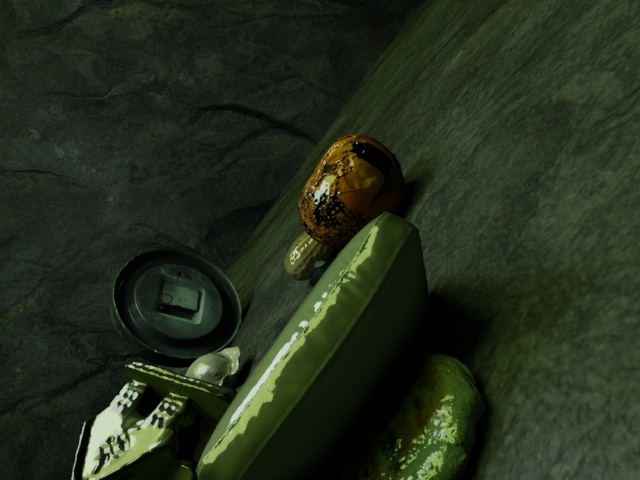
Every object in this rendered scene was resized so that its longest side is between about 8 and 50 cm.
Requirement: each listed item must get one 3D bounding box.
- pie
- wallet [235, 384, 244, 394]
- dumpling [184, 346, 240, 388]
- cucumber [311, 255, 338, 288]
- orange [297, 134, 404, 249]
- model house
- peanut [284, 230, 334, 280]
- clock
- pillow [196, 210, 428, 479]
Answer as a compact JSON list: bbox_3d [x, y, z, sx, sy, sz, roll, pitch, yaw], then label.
[{"bbox_3d":[0.081,0.189,0.552,0.187,0.041,0.187,-50,11,14],"label":"pie"},{"bbox_3d":[-0.159,0.323,1.147,0.088,0.026,0.129,-56,10,-33],"label":"wallet"},{"bbox_3d":[-0.240,0.320,1.310,0.188,0.108,0.127,-43,33,-20],"label":"dumpling"},{"bbox_3d":[0.043,0.062,1.013,0.115,0.086,0.193,-56,18,-24],"label":"cucumber"},{"bbox_3d":[0.056,-0.091,1.141,0.234,0.182,0.234,-49,23,30],"label":"orange"},{"bbox_3d":[-0.215,0.326,0.701,0.219,0.204,0.278,5,41,30],"label":"model house"},{"bbox_3d":[0.000,0.000,1.329,0.214,0.090,0.098,-51,-18,2],"label":"peanut"},{"bbox_3d":[-0.420,0.193,1.696,0.076,0.386,0.386,-52,10,39],"label":"clock"},{"bbox_3d":[0.013,0.138,0.643,0.322,0.120,0.255,-53,-20,-7],"label":"pillow"}]
